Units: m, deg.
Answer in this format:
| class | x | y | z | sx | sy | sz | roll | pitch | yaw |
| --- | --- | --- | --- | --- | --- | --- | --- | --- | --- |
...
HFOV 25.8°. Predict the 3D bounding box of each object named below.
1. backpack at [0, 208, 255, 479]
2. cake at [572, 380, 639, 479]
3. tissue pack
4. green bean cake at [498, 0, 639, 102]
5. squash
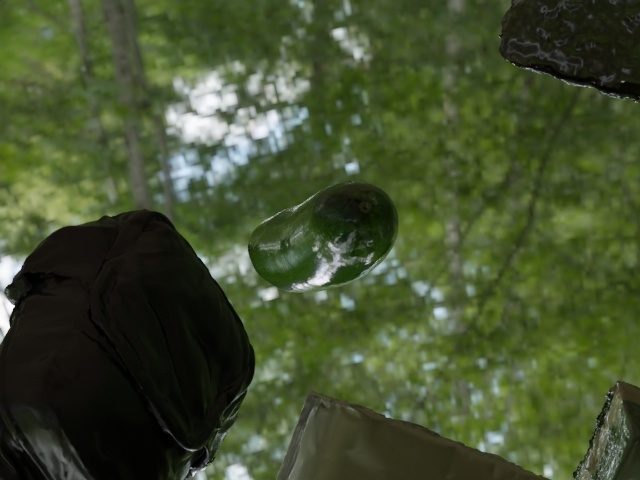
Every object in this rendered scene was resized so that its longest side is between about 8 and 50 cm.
| class | x | y | z | sx | sy | sz | roll | pitch | yaw |
| --- | --- | --- | --- | --- | --- | --- | --- | --- | --- |
| backpack | -0.271 | 0.189 | 1.693 | 0.255 | 0.363 | 0.445 | -23 | -161 | 26 |
| cake | 0.365 | 0.321 | 1.807 | 0.283 | 0.172 | 0.158 | -38 | -167 | 18 |
| tissue pack | 0.067 | 0.399 | 1.642 | 0.297 | 0.380 | 0.207 | 20 | 176 | -13 |
| green bean cake | 0.222 | -0.180 | 0.903 | 0.173 | 0.181 | 0.094 | 17 | -164 | 20 |
| squash | 0.002 | 0.002 | 1.198 | 0.082 | 0.082 | 0.292 | -25 | -179 | -19 |
